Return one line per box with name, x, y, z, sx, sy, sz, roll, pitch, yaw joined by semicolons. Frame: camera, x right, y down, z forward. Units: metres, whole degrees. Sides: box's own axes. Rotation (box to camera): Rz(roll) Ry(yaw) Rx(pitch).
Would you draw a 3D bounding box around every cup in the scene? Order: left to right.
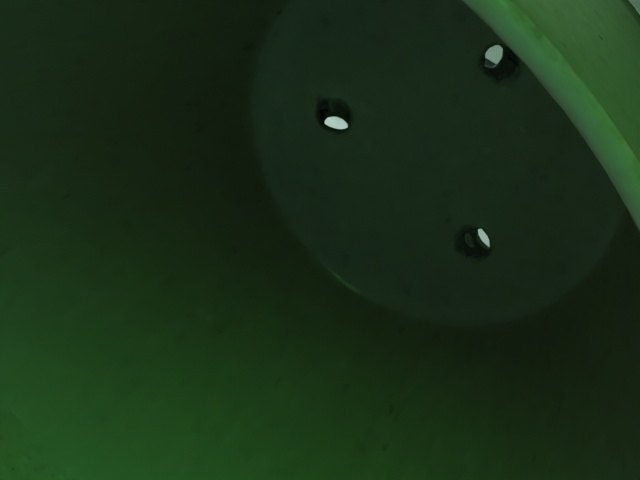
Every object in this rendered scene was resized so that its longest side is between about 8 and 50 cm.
cup;0.000;0.000;0.484;0.331;0.331;0.237;23;33;16

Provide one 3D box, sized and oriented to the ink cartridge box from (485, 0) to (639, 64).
ink cartridge box;0.202;-0.245;0.674;0.286;0.166;0.395;31;59;1
